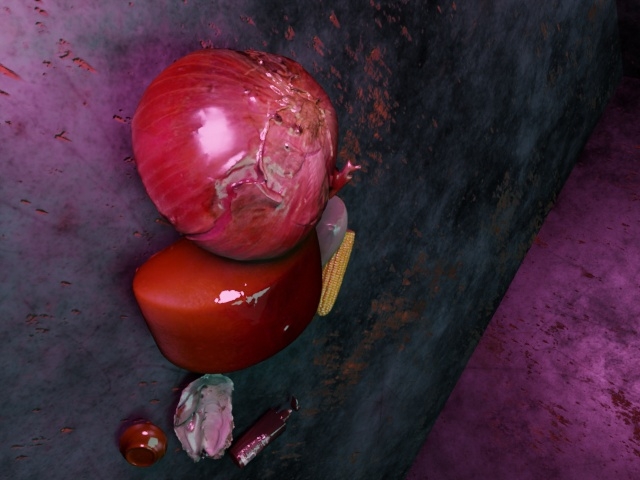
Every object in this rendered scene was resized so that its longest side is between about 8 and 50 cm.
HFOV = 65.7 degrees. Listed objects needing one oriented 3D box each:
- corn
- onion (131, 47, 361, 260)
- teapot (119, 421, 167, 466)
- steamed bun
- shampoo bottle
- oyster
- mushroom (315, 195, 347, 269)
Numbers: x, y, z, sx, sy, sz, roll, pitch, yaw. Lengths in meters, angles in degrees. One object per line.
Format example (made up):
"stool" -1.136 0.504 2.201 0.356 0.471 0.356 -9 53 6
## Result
"corn" 0.024 0.077 1.292 0.081 0.081 0.249 -4 116 -49
"onion" -0.112 -0.139 0.794 0.353 0.353 0.354 -29 133 -36
"teapot" -0.378 0.433 1.069 0.098 0.078 0.129 7 126 -9
"steamed bun" -0.144 0.088 0.960 0.379 0.248 0.235 -32 135 -32
"shampoo bottle" -0.153 0.540 1.410 0.236 0.067 0.068 -33 146 -33
"oyster" -0.265 0.423 1.177 0.199 0.087 0.252 -39 132 -12
"mushroom" 0.000 0.000 1.203 0.093 0.116 0.225 -73 173 -57
